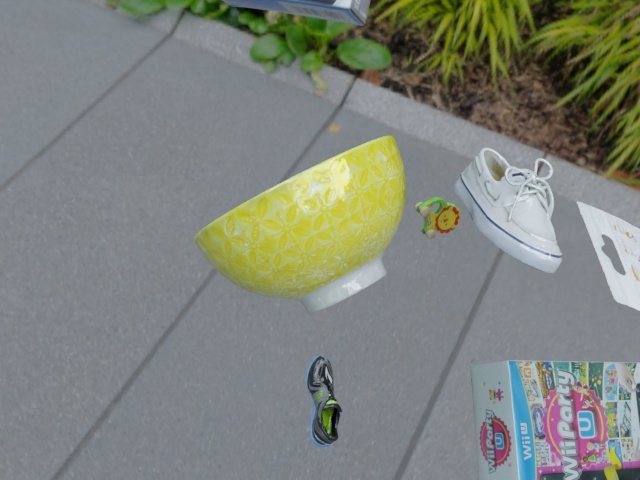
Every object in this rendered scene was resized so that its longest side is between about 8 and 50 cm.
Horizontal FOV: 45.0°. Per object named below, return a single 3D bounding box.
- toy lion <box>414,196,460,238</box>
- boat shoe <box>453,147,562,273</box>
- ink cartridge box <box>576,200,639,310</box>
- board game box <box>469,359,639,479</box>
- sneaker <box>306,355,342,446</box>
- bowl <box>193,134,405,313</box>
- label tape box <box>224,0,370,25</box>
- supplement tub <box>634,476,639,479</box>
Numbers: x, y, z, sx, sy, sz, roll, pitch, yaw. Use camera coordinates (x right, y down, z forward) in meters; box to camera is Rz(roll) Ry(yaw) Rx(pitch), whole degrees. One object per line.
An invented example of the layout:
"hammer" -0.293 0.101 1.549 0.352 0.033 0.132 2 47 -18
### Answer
"toy lion" 0.266 -0.055 1.723 0.096 0.100 0.034 -28 35 -10
"boat shoe" 0.375 -0.085 1.459 0.135 0.157 0.367 19 23 -17
"ink cartridge box" 0.314 0.052 0.721 0.179 0.045 0.145 21 37 -15
"board game box" 0.377 0.296 1.152 0.303 0.097 0.224 5 75 -25
"sneaker" 0.015 0.337 1.631 0.067 0.078 0.188 10 68 -34
"bowl" 0.000 0.000 0.994 0.289 0.289 0.156 -28 90 -26
"label tape box" -0.021 -0.516 1.162 0.240 0.334 0.106 13 5 18
"supplement tub" 0.499 0.373 1.008 0.106 0.106 0.197 -30 18 -27
